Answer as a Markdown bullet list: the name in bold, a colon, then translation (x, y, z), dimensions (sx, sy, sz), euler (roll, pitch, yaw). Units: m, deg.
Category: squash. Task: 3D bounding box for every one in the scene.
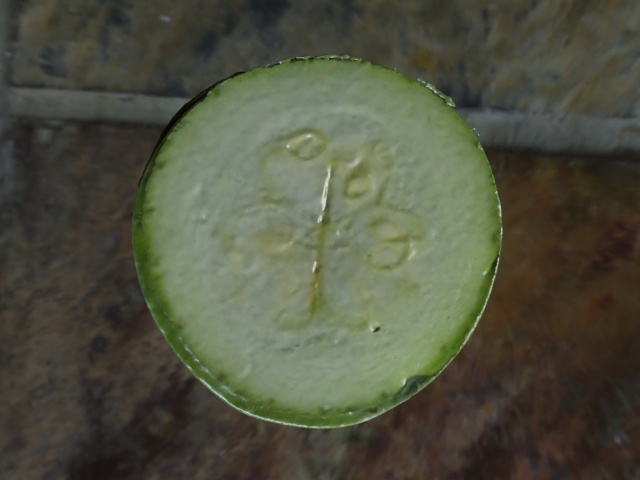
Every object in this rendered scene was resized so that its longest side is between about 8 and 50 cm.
- **squash**: translation (0.001, 0.000, 0.841), dimensions (0.219, 0.041, 0.219), euler (0, 94, -8)
